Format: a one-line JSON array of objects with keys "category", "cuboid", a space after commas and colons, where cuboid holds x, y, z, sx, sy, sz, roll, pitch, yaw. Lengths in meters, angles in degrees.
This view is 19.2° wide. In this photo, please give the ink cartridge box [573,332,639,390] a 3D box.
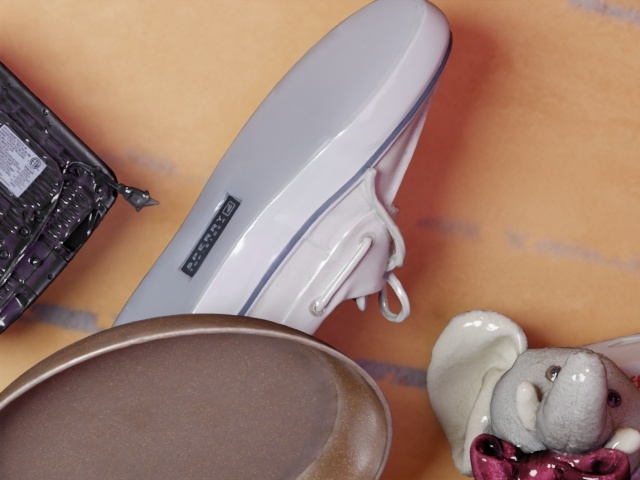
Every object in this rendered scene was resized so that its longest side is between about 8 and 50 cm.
[{"category": "ink cartridge box", "cuboid": [0.266, 0.169, 1.537, 0.127, 0.072, 0.175, -11, 102, -22]}]

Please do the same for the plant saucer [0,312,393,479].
[{"category": "plant saucer", "cuboid": [-0.105, 0.146, 1.298, 0.310, 0.050, 0.310, -10, 140, -9]}]

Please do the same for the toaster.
[{"category": "toaster", "cuboid": [-0.240, -0.029, 1.259, 0.185, 0.110, 0.168, 45, 78, -22]}]

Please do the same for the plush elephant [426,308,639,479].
[{"category": "plush elephant", "cuboid": [0.174, 0.184, 1.379, 0.272, 0.330, 0.255, 10, 83, 6]}]

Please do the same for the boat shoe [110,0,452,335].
[{"category": "boat shoe", "cuboid": [0.003, 0.004, 1.361, 0.156, 0.136, 0.367, 35, 89, -32]}]
